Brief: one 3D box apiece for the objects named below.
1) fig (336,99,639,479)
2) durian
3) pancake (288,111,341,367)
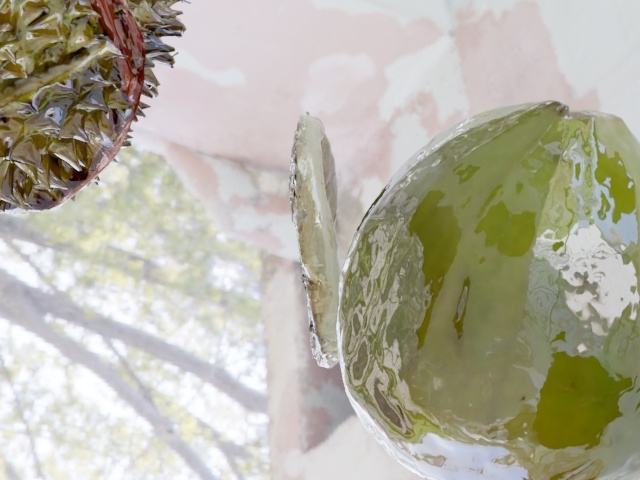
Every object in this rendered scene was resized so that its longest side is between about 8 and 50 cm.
[{"bbox_3d":[0.178,0.045,0.920,0.343,0.343,0.343,-39,-138,47],"label":"fig"},{"bbox_3d":[-0.255,-0.173,0.736,0.347,0.348,0.384,-64,-164,17],"label":"durian"},{"bbox_3d":[-0.002,0.000,1.386,0.356,0.065,0.356,-7,90,-88],"label":"pancake"}]
